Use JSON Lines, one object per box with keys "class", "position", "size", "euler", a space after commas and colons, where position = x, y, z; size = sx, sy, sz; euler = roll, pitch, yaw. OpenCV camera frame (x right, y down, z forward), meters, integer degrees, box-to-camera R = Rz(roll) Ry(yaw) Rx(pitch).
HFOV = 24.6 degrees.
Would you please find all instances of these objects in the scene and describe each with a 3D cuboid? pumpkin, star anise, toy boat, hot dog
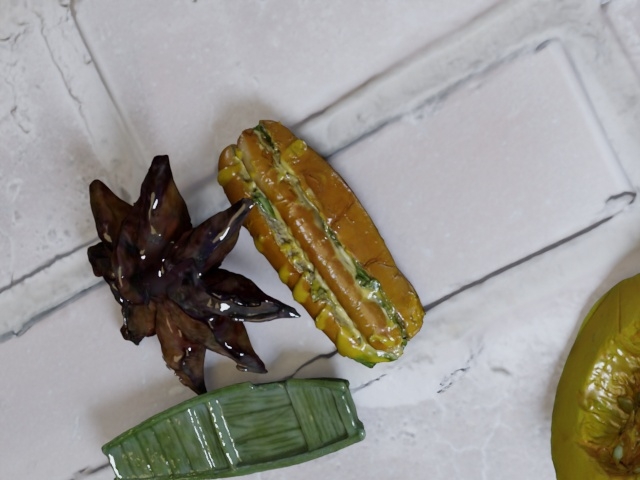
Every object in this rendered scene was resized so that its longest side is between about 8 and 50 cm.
{"class": "pumpkin", "position": [0.293, 0.144, 1.225], "size": [0.110, 0.217, 0.217], "euler": [22, 110, -18]}
{"class": "star anise", "position": [-0.149, 0.045, 1.423], "size": [0.272, 0.102, 0.272], "euler": [19, 123, 31]}
{"class": "toy boat", "position": [-0.084, 0.188, 1.455], "size": [0.293, 0.055, 0.093], "euler": [-16, 98, 27]}
{"class": "hot dog", "position": [0.000, 0.000, 1.390], "size": [0.115, 0.072, 0.269], "euler": [-43, 76, 16]}
